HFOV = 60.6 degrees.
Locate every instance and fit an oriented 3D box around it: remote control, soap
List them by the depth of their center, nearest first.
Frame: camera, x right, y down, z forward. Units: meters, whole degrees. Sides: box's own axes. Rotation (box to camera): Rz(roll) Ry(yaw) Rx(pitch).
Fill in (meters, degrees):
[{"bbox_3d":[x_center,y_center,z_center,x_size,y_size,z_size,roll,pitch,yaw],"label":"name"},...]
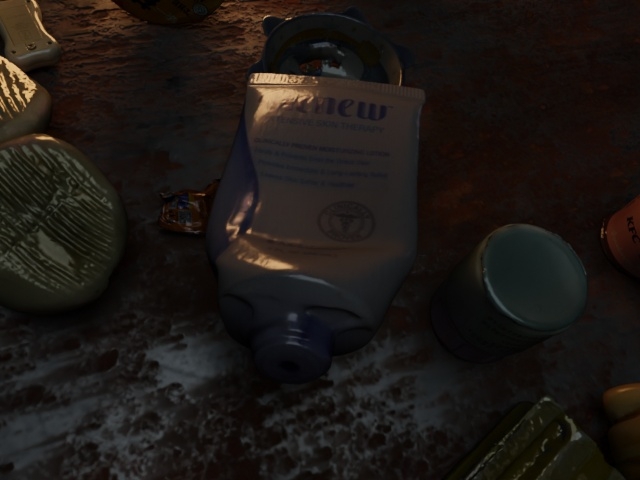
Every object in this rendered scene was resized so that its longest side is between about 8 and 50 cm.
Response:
[{"bbox_3d":[0.212,0.294,0.605,0.233,0.076,0.135,-36,77,-23],"label":"soap"},{"bbox_3d":[-0.422,-0.294,0.779,0.074,0.032,0.122,-24,73,-21],"label":"remote control"}]

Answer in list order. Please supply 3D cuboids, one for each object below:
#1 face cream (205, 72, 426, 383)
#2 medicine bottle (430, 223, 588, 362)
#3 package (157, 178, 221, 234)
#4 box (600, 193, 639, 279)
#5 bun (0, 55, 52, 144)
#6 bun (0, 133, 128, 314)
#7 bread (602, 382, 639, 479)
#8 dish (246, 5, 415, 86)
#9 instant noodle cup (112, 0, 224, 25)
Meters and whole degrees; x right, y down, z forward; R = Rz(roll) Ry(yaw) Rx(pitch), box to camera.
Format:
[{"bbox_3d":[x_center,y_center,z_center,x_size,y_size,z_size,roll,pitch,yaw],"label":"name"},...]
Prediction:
[{"bbox_3d":[-0.003,-0.047,0.604,0.235,0.137,0.420,5,52,4],"label":"face cream"},{"bbox_3d":[0.217,0.070,0.659,0.135,0.168,0.135,5,64,-10],"label":"medicine bottle"},{"bbox_3d":[-0.156,-0.043,0.714,0.111,0.033,0.077,-1,56,-17],"label":"package"},{"bbox_3d":[0.493,-0.016,0.775,0.151,0.135,0.151,4,68,-11],"label":"box"},{"bbox_3d":[-0.450,-0.144,0.656,0.237,0.116,0.210,-22,62,-43],"label":"bun"},{"bbox_3d":[-0.313,-0.011,0.618,0.193,0.128,0.178,45,64,-11],"label":"bun"},{"bbox_3d":[0.434,0.320,0.612,0.173,0.121,0.311,6,65,-10],"label":"bread"},{"bbox_3d":[0.014,-0.242,0.813,0.237,0.086,0.227,8,63,-7],"label":"dish"},{"bbox_3d":[-0.228,-0.460,0.809,0.216,0.215,0.172,4,55,-9],"label":"instant noodle cup"}]
